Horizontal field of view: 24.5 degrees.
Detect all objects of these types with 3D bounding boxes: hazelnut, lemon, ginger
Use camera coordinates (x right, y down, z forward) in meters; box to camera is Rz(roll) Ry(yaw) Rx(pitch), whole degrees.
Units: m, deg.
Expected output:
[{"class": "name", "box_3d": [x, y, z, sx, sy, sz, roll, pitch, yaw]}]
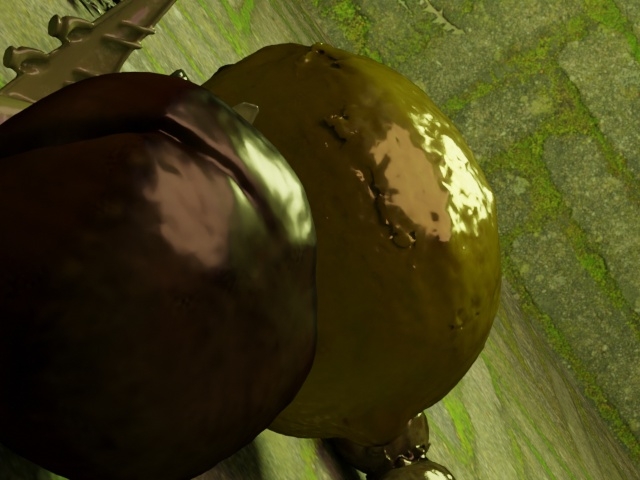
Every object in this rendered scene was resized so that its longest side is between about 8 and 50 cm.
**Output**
[{"class": "hazelnut", "box_3d": [-0.109, 0.018, 0.716, 0.208, 0.208, 0.208, 53, 10, -14]}, {"class": "lemon", "box_3d": [0.001, 0.002, 1.031, 0.260, 0.260, 0.284, 45, 12, -46]}, {"class": "ginger", "box_3d": [0.048, 0.159, 1.227, 0.104, 0.080, 0.204, 25, 34, -60]}]

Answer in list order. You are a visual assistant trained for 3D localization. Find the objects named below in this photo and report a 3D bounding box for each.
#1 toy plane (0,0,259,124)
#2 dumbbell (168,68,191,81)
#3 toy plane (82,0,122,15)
[{"class": "toy plane", "box_3d": [-0.141, -0.051, 0.844, 0.244, 0.229, 0.092, 12, -2, -43]}, {"class": "dumbbell", "box_3d": [-0.063, -0.053, 1.374, 0.254, 0.082, 0.081, 54, 10, -10]}, {"class": "toy plane", "box_3d": [-0.213, -0.263, 1.434, 0.078, 0.053, 0.197, 42, 14, -24]}]
